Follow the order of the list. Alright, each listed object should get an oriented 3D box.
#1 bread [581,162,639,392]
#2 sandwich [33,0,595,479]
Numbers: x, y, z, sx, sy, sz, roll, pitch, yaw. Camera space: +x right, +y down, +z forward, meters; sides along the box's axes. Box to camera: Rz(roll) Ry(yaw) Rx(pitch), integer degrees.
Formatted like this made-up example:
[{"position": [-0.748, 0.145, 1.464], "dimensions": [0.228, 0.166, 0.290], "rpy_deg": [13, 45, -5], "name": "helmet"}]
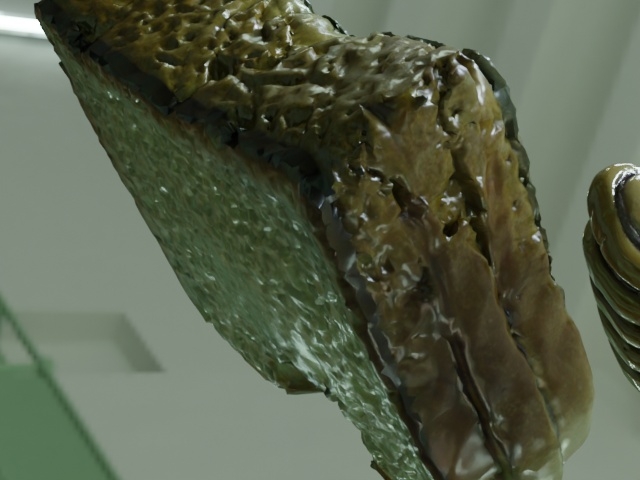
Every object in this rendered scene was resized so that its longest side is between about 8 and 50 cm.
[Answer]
[{"position": [0.257, 0.048, 1.280], "dimensions": [0.134, 0.081, 0.225], "rpy_deg": [-113, -179, -45], "name": "bread"}, {"position": [0.001, -0.001, 0.769], "dimensions": [0.273, 0.095, 0.249], "rpy_deg": [33, -27, 51], "name": "sandwich"}]
